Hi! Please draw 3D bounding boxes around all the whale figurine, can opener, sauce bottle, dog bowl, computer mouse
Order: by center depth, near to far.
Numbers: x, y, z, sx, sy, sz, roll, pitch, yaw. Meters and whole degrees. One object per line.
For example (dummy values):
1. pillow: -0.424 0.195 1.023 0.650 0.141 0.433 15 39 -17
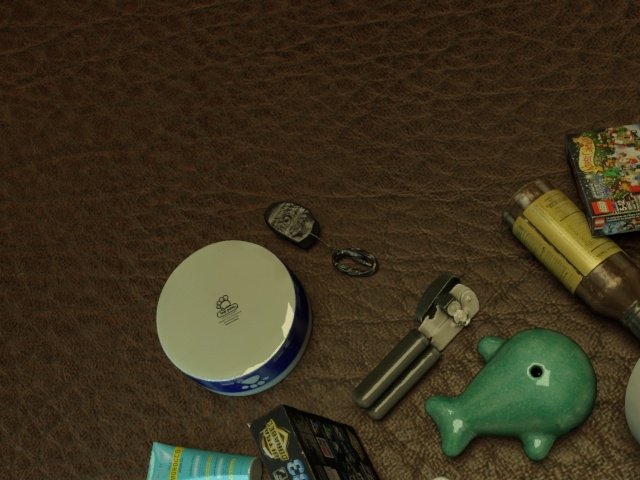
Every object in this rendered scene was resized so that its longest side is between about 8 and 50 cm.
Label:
1. whale figurine: 0.298 0.242 1.441 0.272 0.141 0.216 -23 64 6
2. sauce bottle: 0.446 0.047 1.500 0.111 0.111 0.344 -38 65 -2
3. can opener: 0.162 0.181 1.555 0.280 0.074 0.093 -48 30 -9
4. dog bowl: -0.153 0.137 1.632 0.265 0.104 0.264 -5 67 13
5. computer mouse: 0.000 0.000 1.689 0.242 0.041 0.071 32 78 18

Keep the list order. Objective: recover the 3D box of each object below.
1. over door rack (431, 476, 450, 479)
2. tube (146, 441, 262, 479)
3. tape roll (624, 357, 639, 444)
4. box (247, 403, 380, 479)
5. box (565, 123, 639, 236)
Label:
1. over door rack: 0.163 0.507 1.208 0.108 0.239 0.324 13 66 43
2. tube: -0.204 0.393 1.576 0.207 0.052 0.080 -2 61 21
3. tape roll: 0.578 0.243 1.281 0.246 0.246 0.169 -36 23 -1
4. box: 0.035 0.401 1.363 0.073 0.293 0.295 -32 64 10
5. box: 0.508 -0.106 1.522 0.159 0.044 0.233 -8 40 8
